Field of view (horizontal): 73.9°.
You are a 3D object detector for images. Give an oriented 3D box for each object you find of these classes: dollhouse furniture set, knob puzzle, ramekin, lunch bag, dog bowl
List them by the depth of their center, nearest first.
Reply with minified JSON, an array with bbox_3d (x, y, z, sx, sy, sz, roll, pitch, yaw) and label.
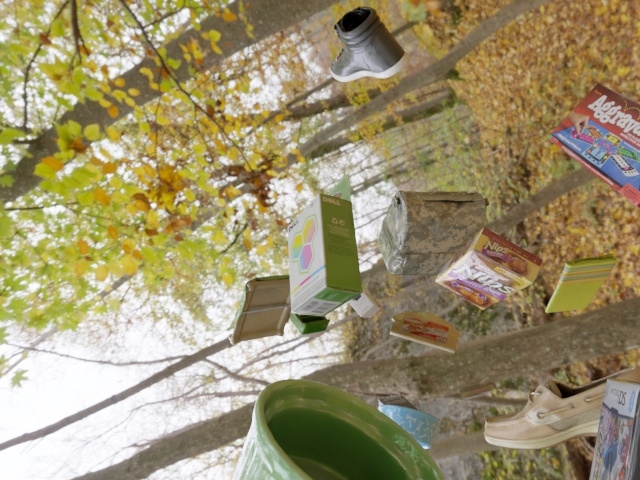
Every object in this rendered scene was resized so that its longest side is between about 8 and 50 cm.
[{"bbox_3d":[0.017,0.353,0.625,0.304,0.148,0.303,25,-175,-2],"label":"ramekin"},{"bbox_3d":[-0.108,0.137,1.112,0.302,0.197,0.151,-1,-145,-36],"label":"dollhouse furniture set"},{"bbox_3d":[0.213,0.528,1.189,0.166,0.297,0.074,19,-119,-6],"label":"dog bowl"},{"bbox_3d":[0.294,0.251,1.195,0.213,0.213,0.029,-31,-49,-65],"label":"knob puzzle"},{"bbox_3d":[0.361,-0.043,1.370,0.212,0.306,0.255,-100,14,-46],"label":"lunch bag"}]

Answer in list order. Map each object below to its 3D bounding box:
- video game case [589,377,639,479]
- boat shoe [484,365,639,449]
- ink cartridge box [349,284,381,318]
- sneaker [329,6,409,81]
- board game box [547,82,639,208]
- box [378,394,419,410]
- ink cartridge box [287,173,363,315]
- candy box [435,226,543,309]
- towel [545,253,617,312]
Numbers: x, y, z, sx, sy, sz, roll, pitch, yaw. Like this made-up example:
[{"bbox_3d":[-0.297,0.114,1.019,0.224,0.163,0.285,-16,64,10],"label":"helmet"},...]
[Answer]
[{"bbox_3d":[0.370,0.313,0.528,0.248,0.035,0.274,30,-106,-60],"label":"video game case"},{"bbox_3d":[0.481,0.335,0.855,0.122,0.341,0.110,-1,-114,-52],"label":"boat shoe"},{"bbox_3d":[0.122,0.181,1.409,0.150,0.063,0.109,49,-173,25],"label":"ink cartridge box"},{"bbox_3d":[0.079,-0.464,1.002,0.147,0.104,0.296,47,174,-31],"label":"sneaker"},{"bbox_3d":[0.589,-0.196,0.840,0.027,0.145,0.281,22,-149,-27],"label":"board game box"},{"bbox_3d":[0.268,0.629,1.435,0.158,0.093,0.155,169,95,-79],"label":"box"},{"bbox_3d":[0.000,0.000,0.655,0.062,0.109,0.209,12,-123,-27],"label":"ink cartridge box"},{"bbox_3d":[0.292,0.057,0.764,0.109,0.186,0.053,31,-113,8],"label":"candy box"},{"bbox_3d":[0.614,0.109,1.019,0.237,0.102,0.021,70,-164,-52],"label":"towel"}]
